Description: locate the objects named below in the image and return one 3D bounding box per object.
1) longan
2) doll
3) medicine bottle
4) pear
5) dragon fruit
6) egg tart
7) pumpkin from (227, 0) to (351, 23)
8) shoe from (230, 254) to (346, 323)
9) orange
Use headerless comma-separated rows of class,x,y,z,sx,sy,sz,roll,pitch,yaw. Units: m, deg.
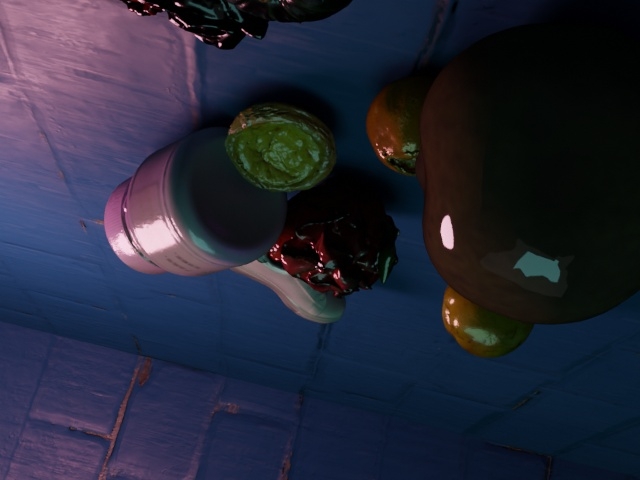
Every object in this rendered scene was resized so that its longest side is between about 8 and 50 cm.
longan,0.272,-0.078,0.964,0.361,0.361,0.361,12,157,5
doll,-0.178,-0.319,1.016,0.248,0.088,0.127,20,178,9
medicine bottle,-0.233,-0.055,1.424,0.241,0.241,0.302,30,152,-33
pear,0.349,0.148,1.644,0.200,0.200,0.200,12,157,5
dragon fruit,0.000,0.000,1.449,0.293,0.234,0.234,-3,152,21
egg tart,-0.060,-0.160,1.278,0.191,0.074,0.191,5,143,4
pumpkin,-0.044,-0.319,0.859,0.202,0.140,0.202,14,157,6
shoe,-0.043,0.064,1.745,0.363,0.132,0.160,34,145,-31
orange,0.138,-0.158,1.129,0.154,0.134,0.155,19,159,7
